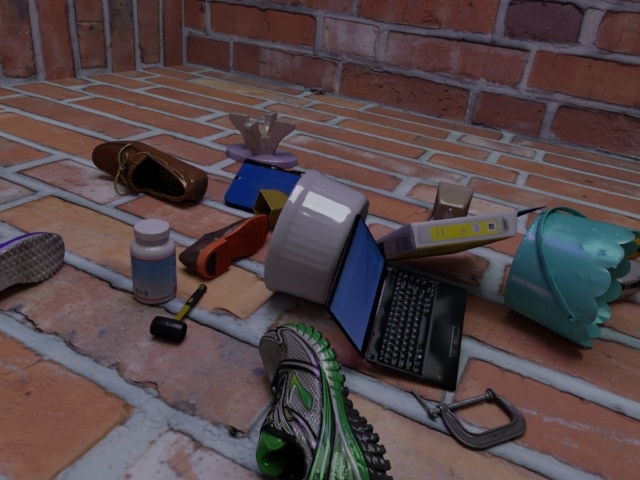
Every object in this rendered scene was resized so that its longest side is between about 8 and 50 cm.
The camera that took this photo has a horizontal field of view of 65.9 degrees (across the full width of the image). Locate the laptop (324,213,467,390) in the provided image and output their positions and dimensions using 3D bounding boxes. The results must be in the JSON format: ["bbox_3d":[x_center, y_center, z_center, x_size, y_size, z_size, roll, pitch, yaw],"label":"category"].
[{"bbox_3d":[0.154,0.107,0.911,0.264,0.136,0.234,18,50,5],"label":"laptop"}]

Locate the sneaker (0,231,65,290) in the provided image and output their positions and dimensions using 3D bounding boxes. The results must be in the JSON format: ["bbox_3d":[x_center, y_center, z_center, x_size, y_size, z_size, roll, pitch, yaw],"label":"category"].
[{"bbox_3d":[-0.661,0.046,0.975,0.146,0.102,0.293,13,26,20],"label":"sneaker"}]

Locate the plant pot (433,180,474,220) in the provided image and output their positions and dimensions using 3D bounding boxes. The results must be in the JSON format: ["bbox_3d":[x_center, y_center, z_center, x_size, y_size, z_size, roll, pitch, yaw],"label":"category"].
[{"bbox_3d":[0.402,-0.103,1.520,0.109,0.109,0.096,14,40,14],"label":"plant pot"}]

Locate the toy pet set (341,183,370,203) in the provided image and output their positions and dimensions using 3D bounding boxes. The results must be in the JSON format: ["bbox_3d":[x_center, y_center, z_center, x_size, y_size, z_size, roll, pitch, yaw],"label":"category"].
[{"bbox_3d":[0.082,-0.104,1.473,0.114,0.065,0.122,-14,65,-40],"label":"toy pet set"}]

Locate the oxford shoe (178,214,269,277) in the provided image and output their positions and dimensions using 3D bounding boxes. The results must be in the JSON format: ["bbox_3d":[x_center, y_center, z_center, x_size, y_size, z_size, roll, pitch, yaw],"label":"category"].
[{"bbox_3d":[-0.222,-0.005,1.190,0.098,0.096,0.271,15,28,27],"label":"oxford shoe"}]

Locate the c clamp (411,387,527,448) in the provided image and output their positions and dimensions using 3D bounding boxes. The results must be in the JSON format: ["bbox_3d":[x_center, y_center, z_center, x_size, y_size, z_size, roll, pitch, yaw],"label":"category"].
[{"bbox_3d":[0.255,0.283,0.825,0.161,0.022,0.137,-3,29,-18],"label":"c clamp"}]

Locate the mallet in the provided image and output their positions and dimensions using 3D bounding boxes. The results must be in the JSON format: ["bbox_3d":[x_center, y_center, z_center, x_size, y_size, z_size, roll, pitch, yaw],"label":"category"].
[{"bbox_3d":[-0.276,0.134,0.976,0.062,0.039,0.189,10,23,-2],"label":"mallet"}]

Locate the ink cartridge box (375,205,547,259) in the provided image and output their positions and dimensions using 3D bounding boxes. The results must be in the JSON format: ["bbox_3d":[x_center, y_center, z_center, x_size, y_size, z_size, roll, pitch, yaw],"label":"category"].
[{"bbox_3d":[0.304,-0.004,1.144,0.307,0.072,0.303,-4,-8,-10],"label":"ink cartridge box"}]

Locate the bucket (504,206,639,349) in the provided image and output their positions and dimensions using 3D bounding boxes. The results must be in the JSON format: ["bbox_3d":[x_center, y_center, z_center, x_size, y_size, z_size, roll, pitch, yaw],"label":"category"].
[{"bbox_3d":[0.532,0.071,1.052,0.183,0.281,0.281,24,32,35],"label":"bucket"}]

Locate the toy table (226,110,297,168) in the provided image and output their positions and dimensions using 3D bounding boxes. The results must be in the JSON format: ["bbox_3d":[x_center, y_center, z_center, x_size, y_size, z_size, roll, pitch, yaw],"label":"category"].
[{"bbox_3d":[-0.216,-0.378,1.833,0.274,0.160,0.252,8,27,3],"label":"toy table"}]

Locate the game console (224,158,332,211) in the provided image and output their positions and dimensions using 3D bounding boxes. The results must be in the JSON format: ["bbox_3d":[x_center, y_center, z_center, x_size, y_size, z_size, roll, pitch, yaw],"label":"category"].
[{"bbox_3d":[-0.108,-0.138,1.542,0.293,0.173,0.250,15,59,15],"label":"game console"}]

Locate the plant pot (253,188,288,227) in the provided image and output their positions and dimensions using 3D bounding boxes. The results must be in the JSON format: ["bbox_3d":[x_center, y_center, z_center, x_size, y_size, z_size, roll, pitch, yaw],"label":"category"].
[{"bbox_3d":[-0.124,-0.090,1.362,0.083,0.081,0.081,-11,55,-32],"label":"plant pot"}]

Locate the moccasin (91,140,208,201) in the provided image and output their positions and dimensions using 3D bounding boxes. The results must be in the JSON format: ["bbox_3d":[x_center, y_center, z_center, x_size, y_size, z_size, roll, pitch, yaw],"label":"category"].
[{"bbox_3d":[-0.525,-0.200,1.461,0.380,0.139,0.147,26,23,14],"label":"moccasin"}]

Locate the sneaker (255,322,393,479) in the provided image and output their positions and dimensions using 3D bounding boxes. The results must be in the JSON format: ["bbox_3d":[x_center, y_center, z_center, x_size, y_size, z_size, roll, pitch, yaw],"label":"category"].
[{"bbox_3d":[-0.031,0.244,0.712,0.146,0.134,0.343,-5,30,-21],"label":"sneaker"}]

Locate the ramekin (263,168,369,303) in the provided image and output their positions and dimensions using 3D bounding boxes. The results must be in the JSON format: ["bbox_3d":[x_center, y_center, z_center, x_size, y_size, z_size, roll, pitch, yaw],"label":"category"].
[{"bbox_3d":[0.000,0.000,1.049,0.135,0.277,0.277,21,30,11],"label":"ramekin"}]

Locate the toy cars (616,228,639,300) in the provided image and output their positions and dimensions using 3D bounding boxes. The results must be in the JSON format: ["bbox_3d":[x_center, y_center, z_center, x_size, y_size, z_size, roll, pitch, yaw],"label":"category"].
[{"bbox_3d":[0.778,0.069,1.303,0.177,0.087,0.394,16,32,27],"label":"toy cars"}]

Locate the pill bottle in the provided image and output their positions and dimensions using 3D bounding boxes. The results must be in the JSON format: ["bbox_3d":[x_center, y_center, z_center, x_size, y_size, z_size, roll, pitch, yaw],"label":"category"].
[{"bbox_3d":[-0.336,0.041,0.997,0.087,0.160,0.087,6,28,-3],"label":"pill bottle"}]
